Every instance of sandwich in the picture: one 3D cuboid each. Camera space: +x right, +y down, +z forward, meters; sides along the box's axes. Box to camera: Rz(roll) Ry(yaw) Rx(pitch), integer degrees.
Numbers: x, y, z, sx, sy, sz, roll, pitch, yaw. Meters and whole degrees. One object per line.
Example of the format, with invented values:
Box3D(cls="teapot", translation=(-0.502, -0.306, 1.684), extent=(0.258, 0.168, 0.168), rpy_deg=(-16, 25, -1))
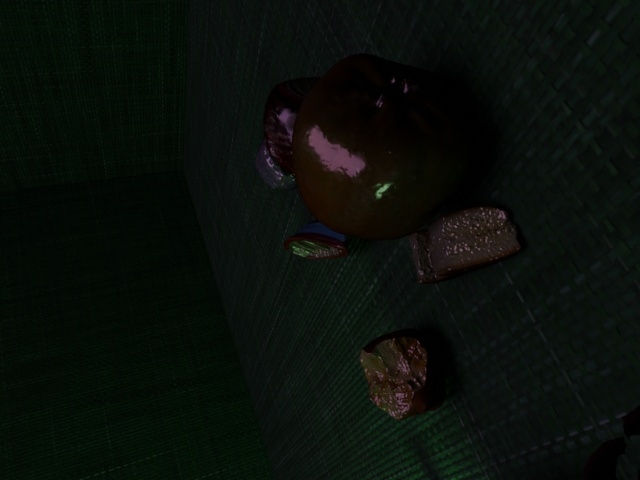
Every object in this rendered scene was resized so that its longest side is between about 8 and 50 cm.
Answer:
Box3D(cls="sandwich", translation=(0.201, 0.014, 0.834), extent=(0.244, 0.088, 0.090), rpy_deg=(139, 121, -65))

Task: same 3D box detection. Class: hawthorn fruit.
Box3D(cls="hawthorn fruit", translation=(0.084, -0.126, 0.835), extent=(0.301, 0.268, 0.267), rpy_deg=(112, 141, -53))

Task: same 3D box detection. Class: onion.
Box3D(cls="onion", translation=(-0.019, -0.221, 1.118), extent=(0.216, 0.207, 0.206), rpy_deg=(-120, 32, -51))

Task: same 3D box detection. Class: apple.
Box3D(cls="apple", translation=(0.158, 0.248, 0.986), extent=(0.156, 0.147, 0.158), rpy_deg=(-30, 80, 33))

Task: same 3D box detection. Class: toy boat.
Box3D(cls="toy boat", translation=(0.000, 0.000, 1.287), extent=(0.392, 0.136, 0.079), rpy_deg=(160, 130, -72))

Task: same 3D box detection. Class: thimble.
Box3D(cls="thimble", translation=(-0.087, -0.207, 1.351), extent=(0.098, 0.150, 0.150), rpy_deg=(142, 115, -65))

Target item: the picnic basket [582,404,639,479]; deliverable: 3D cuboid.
Box3D(cls="picnic basket", translation=(0.374, 0.211, 0.382), extent=(0.129, 0.223, 0.297), rpy_deg=(62, 158, -3))
